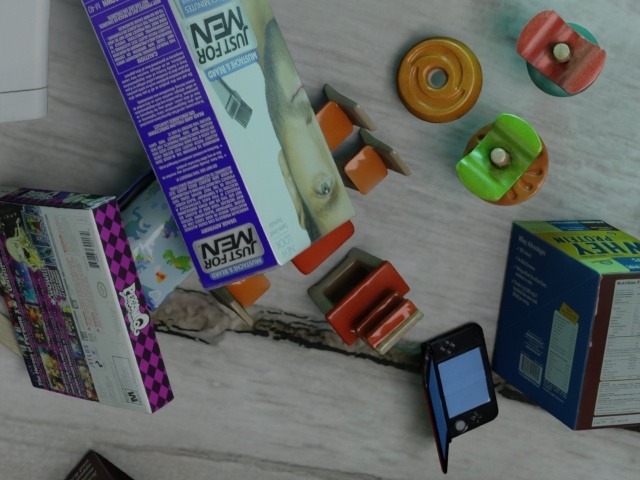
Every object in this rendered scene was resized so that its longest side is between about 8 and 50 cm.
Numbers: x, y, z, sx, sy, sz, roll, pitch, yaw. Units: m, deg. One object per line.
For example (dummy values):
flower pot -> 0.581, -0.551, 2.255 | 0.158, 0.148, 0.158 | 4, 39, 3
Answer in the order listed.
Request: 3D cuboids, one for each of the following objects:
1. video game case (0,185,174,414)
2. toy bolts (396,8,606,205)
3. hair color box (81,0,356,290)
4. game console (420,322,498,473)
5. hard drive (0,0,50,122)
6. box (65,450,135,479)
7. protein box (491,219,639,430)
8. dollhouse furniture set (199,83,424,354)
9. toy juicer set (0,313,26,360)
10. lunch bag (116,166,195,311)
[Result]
video game case -> -0.260, 0.059, 1.813 | 0.042, 0.210, 0.232 | -31, 114, -39
toy bolts -> 0.221, -0.177, 2.046 | 0.218, 0.158, 0.228 | 45, 97, 9
hair color box -> -0.102, -0.141, 1.778 | 0.185, 0.110, 0.339 | -35, 106, -58
game console -> 0.175, 0.195, 2.154 | 0.124, 0.085, 0.144 | -21, 116, -17
hard drive -> -0.371, -0.279, 1.667 | 0.233, 0.047, 0.353 | -9, 116, -31
box -> -0.180, 0.437, 2.041 | 0.191, 0.143, 0.381 | -49, 123, -2
protein box -> 0.328, 0.099, 2.127 | 0.136, 0.200, 0.201 | -1, 108, -26
dollhouse furniture set -> 0.000, 0.000, 1.970 | 0.262, 0.135, 0.259 | -43, 120, -6
toy juicer set -> -0.461, 0.140, 1.832 | 0.329, 0.089, 0.209 | -44, 115, -35
lunch bag -> -0.185, -0.014, 1.866 | 0.129, 0.151, 0.096 | -43, 119, -7
